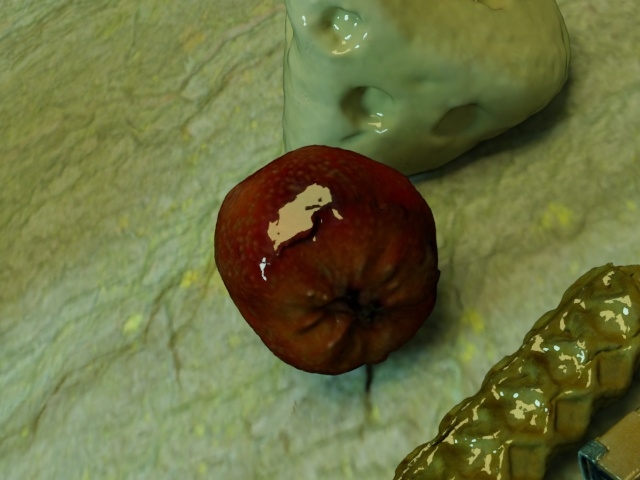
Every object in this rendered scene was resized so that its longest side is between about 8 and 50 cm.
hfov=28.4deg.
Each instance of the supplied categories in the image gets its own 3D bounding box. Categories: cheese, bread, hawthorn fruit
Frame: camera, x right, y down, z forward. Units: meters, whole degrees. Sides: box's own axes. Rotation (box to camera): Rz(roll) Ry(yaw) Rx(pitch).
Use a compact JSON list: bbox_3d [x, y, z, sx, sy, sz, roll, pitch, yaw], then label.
[{"bbox_3d":[0.080,-0.174,1.025,0.247,0.251,0.174,-6,47,3],"label":"cheese"},{"bbox_3d":[0.095,0.148,0.807,0.367,0.077,0.084,-44,46,-14],"label":"bread"},{"bbox_3d":[0.007,0.008,0.929,0.173,0.174,0.179,-24,5,6],"label":"hawthorn fruit"}]

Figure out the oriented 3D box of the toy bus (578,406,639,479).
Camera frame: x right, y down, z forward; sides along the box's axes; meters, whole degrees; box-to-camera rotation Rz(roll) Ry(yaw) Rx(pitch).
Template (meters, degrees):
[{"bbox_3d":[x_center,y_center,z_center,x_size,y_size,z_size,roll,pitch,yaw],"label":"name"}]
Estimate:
[{"bbox_3d":[0.241,0.160,0.706,0.103,0.091,0.182,-40,45,-13],"label":"toy bus"}]
